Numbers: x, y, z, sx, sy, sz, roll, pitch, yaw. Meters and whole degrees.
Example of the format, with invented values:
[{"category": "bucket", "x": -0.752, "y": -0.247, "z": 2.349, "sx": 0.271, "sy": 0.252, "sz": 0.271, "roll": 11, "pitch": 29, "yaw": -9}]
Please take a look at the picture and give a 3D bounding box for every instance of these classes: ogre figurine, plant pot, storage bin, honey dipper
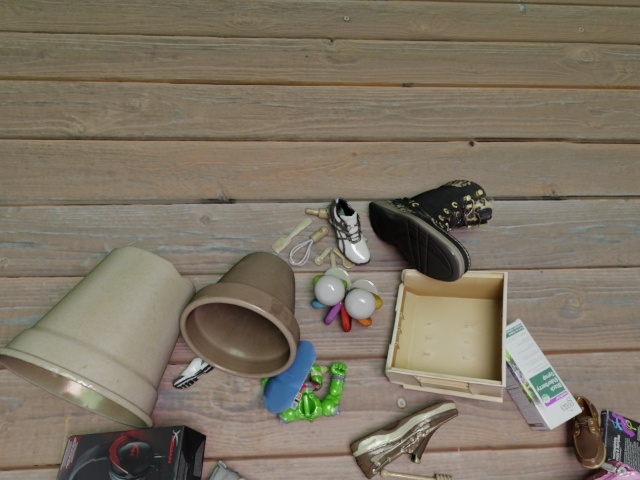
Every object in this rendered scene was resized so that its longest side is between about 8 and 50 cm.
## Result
[{"category": "ogre figurine", "x": -0.034, "y": 0.353, "z": 0.971, "sx": 0.196, "sy": 0.097, "sz": 0.118, "roll": 3, "pitch": 52, "yaw": -14}, {"category": "plant pot", "x": -0.443, "y": 0.191, "z": 0.923, "sx": 0.333, "sy": 0.334, "sz": 0.306, "roll": 18, "pitch": 54, "yaw": 5}, {"category": "storage bin", "x": 0.295, "y": 0.211, "z": 0.985, "sx": 0.260, "sy": 0.123, "sz": 0.263, "roll": 0, "pitch": 55, "yaw": 25}, {"category": "honey dipper", "x": 0.213, "y": 0.530, "z": 0.937, "sx": 0.160, "sy": 0.030, "sz": 0.031, "roll": 6, "pitch": 64, "yaw": 2}, {"category": "plant pot", "x": -0.157, "y": 0.149, "z": 0.983, "sx": 0.262, "sy": 0.263, "sz": 0.229, "roll": 15, "pitch": 40, "yaw": 4}]

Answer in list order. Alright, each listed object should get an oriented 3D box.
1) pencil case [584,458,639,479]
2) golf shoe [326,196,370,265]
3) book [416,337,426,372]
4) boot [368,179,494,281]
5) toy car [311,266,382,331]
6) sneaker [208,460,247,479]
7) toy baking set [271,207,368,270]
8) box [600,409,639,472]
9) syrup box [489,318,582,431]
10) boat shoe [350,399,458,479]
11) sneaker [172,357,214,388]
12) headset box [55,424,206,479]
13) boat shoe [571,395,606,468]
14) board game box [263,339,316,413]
[{"category": "pencil case", "x": 0.500, "y": 0.588, "z": 0.854, "sx": 0.385, "sy": 0.160, "sz": 0.167, "roll": -18, "pitch": 63, "yaw": -11}, {"category": "golf shoe", "x": 0.077, "y": -0.025, "z": 1.132, "sx": 0.077, "sy": 0.094, "sz": 0.198, "roll": -26, "pitch": 79, "yaw": -16}, {"category": "book", "x": 0.314, "y": 0.292, "z": 1.054, "sx": 0.144, "sy": 0.035, "sz": 0.096, "roll": 3, "pitch": 60, "yaw": -2}, {"category": "boot", "x": 0.326, "y": -0.046, "z": 1.091, "sx": 0.284, "sy": 0.138, "sz": 0.377, "roll": -18, "pitch": 25, "yaw": -17}, {"category": "toy car", "x": 0.056, "y": 0.156, "z": 1.058, "sx": 0.181, "sy": 0.159, "sz": 0.136, "roll": 23, "pitch": 102, "yaw": 7}, {"category": "sneaker", "x": -0.261, "y": 0.591, "z": 0.859, "sx": 0.115, "sy": 0.105, "sz": 0.281, "roll": 29, "pitch": 63, "yaw": 36}, {"category": "toy baking set", "x": 0.003, "y": -0.006, "z": 1.178, "sx": 0.255, "sy": 0.030, "sz": 0.197, "roll": 15, "pitch": 65, "yaw": 4}, {"category": "box", "x": 0.740, "y": 0.486, "z": 0.987, "sx": 0.162, "sy": 0.029, "sz": 0.116, "roll": 22, "pitch": 64, "yaw": 6}, {"category": "syrup box", "x": 0.495, "y": 0.322, "z": 1.014, "sx": 0.093, "sy": 0.096, "sz": 0.237, "roll": -23, "pitch": 67, "yaw": -12}, {"category": "boat shoe", "x": 0.200, "y": 0.448, "z": 0.942, "sx": 0.257, "sy": 0.095, "sz": 0.095, "roll": -25, "pitch": 64, "yaw": -1}, {"category": "sneaker", "x": -0.305, "y": 0.312, "z": 1.010, "sx": 0.109, "sy": 0.040, "sz": 0.044, "roll": -31, "pitch": 54, "yaw": -20}, {"category": "headset box", "x": -0.392, "y": 0.497, "z": 0.824, "sx": 0.292, "sy": 0.110, "sz": 0.218, "roll": -9, "pitch": 53, "yaw": 10}, {"category": "boat shoe", "x": 0.595, "y": 0.427, "z": 0.948, "sx": 0.060, "sy": 0.064, "sz": 0.178, "roll": 61, "pitch": 36, "yaw": -9}, {"category": "board game box", "x": -0.060, "y": 0.305, "z": 0.935, "sx": 0.033, "sy": 0.133, "sz": 0.169, "roll": 40, "pitch": 67, "yaw": -24}]
